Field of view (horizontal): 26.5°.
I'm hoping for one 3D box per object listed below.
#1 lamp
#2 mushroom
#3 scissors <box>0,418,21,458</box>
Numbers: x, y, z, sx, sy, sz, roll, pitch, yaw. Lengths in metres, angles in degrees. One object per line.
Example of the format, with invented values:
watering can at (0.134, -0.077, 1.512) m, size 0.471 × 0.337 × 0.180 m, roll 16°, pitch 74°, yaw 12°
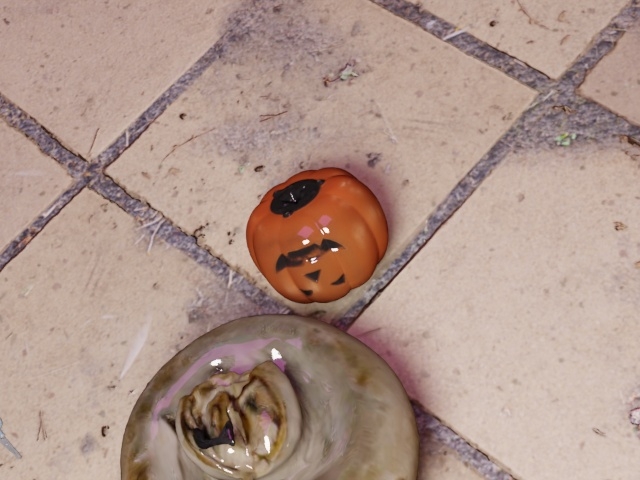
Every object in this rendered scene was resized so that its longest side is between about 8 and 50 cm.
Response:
lamp at (0.000, 0.000, 1.810) m, size 0.188 × 0.164 × 0.187 m, roll -20°, pitch 31°, yaw 12°
mushroom at (-0.068, 0.242, 1.591) m, size 0.362 × 0.294 × 0.362 m, roll -9°, pitch 55°, yaw 13°
scissors at (-0.433, 0.273, 1.855) m, size 0.036 × 0.006 × 0.083 m, roll -46°, pitch 58°, yaw -11°
